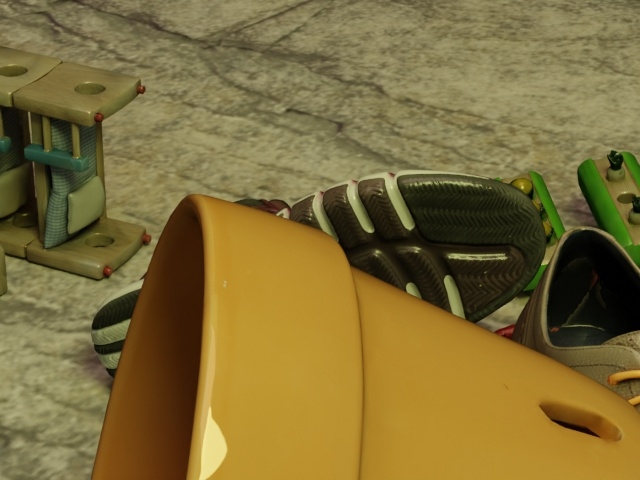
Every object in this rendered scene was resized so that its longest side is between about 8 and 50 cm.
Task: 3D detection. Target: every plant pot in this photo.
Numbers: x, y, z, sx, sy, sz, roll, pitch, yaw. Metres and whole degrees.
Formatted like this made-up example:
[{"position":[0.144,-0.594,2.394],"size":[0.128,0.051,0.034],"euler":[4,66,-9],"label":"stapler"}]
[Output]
[{"position":[0.013,0.141,0.687],"size":[0.203,0.291,0.291],"euler":[11,28,-13],"label":"plant pot"}]

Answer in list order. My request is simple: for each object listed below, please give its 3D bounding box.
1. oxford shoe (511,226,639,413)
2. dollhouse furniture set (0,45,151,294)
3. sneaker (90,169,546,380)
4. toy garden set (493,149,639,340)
[{"position":[0.159,0.123,0.830],"size":[0.130,0.133,0.364],"euler":[-5,31,-8],"label":"oxford shoe"},{"position":[-0.214,-0.028,1.094],"size":[0.129,0.129,0.184],"euler":[14,32,22],"label":"dollhouse furniture set"},{"position":[0.000,0.000,1.025],"size":[0.281,0.106,0.162],"euler":[-15,20,13],"label":"sneaker"},{"position":[0.181,0.001,1.083],"size":[0.244,0.049,0.204],"euler":[-12,36,-1],"label":"toy garden set"}]
